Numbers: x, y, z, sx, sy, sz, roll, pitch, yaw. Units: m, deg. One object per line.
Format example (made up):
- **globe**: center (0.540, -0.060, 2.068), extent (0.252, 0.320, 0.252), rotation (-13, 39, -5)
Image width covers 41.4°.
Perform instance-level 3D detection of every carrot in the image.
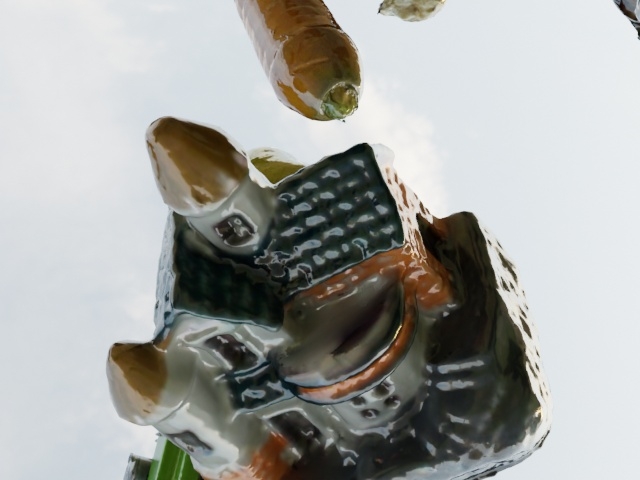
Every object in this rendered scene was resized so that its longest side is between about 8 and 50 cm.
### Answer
- **carrot**: center (-0.040, -0.177, 0.569), extent (0.066, 0.062, 0.271), rotation (-3, -126, -37)

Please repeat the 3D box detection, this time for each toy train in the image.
- **toy train**: center (-0.154, 0.405, 1.343), extent (0.307, 0.249, 0.173), rotation (19, -114, -15)

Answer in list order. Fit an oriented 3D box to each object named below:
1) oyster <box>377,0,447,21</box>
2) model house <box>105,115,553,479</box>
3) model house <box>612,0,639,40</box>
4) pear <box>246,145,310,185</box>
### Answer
- **oyster**: center (0.025, -0.333, 0.709), extent (0.094, 0.294, 0.166), rotation (-30, -150, -8)
- **model house**: center (-0.025, 0.047, 0.571), extent (0.301, 0.271, 0.190), rotation (49, -152, -41)
- **model house**: center (0.201, -0.139, 0.331), extent (0.203, 0.164, 0.141), rotation (8, -97, -3)
- **pear**: center (-0.038, 0.006, 0.883), extent (0.197, 0.197, 0.197), rotation (11, -132, -13)
